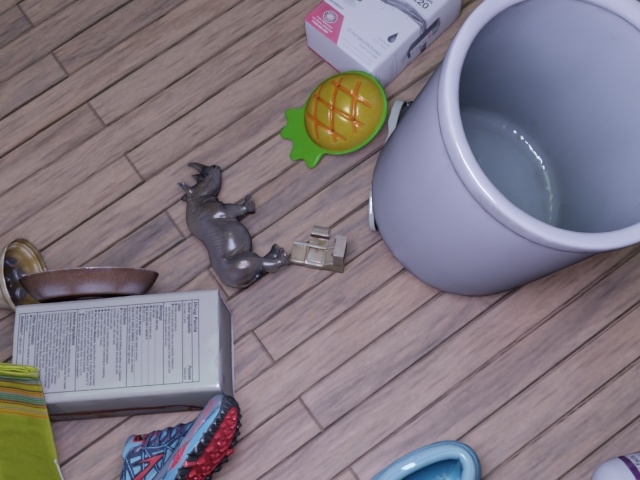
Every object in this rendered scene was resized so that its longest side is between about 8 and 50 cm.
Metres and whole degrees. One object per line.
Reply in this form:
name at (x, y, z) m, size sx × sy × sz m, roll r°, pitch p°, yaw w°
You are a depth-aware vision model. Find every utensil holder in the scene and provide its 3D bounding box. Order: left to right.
utensil holder at (0.254, -0.105, 1.234) m, size 0.327 × 0.385 × 0.328 m, roll 3°, pitch 76°, yaw -12°

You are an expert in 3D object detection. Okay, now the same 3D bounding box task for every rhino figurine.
rhino figurine at (-0.148, -0.030, 1.447) m, size 0.106 × 0.073 × 0.243 m, roll -30°, pitch 68°, yaw -9°

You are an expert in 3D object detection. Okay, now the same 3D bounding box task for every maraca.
maraca at (0.021, -0.191, 1.483) m, size 0.185 × 0.099 × 0.127 m, roll -28°, pitch 73°, yaw 20°

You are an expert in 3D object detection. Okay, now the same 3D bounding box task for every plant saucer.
plant saucer at (-0.334, 0.070, 1.363) m, size 0.198 × 0.198 × 0.036 m, roll -6°, pitch 80°, yaw 3°

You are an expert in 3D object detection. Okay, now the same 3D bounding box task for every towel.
towel at (-0.417, 0.262, 1.291) m, size 0.102 × 0.237 × 0.021 m, roll 5°, pitch 34°, yaw 8°

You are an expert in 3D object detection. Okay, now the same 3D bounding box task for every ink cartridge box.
ink cartridge box at (0.103, -0.366, 1.542) m, size 0.158 × 0.092 × 0.218 m, roll 42°, pitch 76°, yaw 18°

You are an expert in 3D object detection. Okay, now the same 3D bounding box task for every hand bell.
hand bell at (-0.554, 0.081, 1.439) m, size 0.242 × 0.126 × 0.126 m, roll -12°, pitch 68°, yaw 13°

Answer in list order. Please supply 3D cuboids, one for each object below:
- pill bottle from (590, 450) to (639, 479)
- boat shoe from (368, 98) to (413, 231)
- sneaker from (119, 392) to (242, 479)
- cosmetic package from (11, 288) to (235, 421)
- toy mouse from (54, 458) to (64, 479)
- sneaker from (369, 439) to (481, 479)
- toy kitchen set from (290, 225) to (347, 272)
pill bottle at (0.451, 0.346, 1.197) m, size 0.301 × 0.169 × 0.169 m, roll -16°, pitch 69°, yaw 0°
boat shoe at (0.126, -0.115, 1.449) m, size 0.068 × 0.081 × 0.228 m, roll 10°, pitch 68°, yaw 13°
sneaker at (-0.217, 0.297, 1.282) m, size 0.125 × 0.104 × 0.262 m, roll 42°, pitch 99°, yaw 24°
cosmetic package at (-0.278, 0.169, 1.353) m, size 0.296 × 0.129 × 0.153 m, roll -4°, pitch 68°, yaw 4°
toy mouse at (-0.320, 0.394, 1.283) m, size 0.143 × 0.031 × 0.161 m, roll 30°, pitch 114°, yaw 23°
sneaker at (0.060, 0.383, 1.229) m, size 0.366 × 0.150 × 0.135 m, roll -42°, pitch 71°, yaw -11°
toy kitchen set at (0.000, 0.000, 1.420) m, size 0.083 × 0.075 × 0.068 m, roll 10°, pitch 69°, yaw 4°
